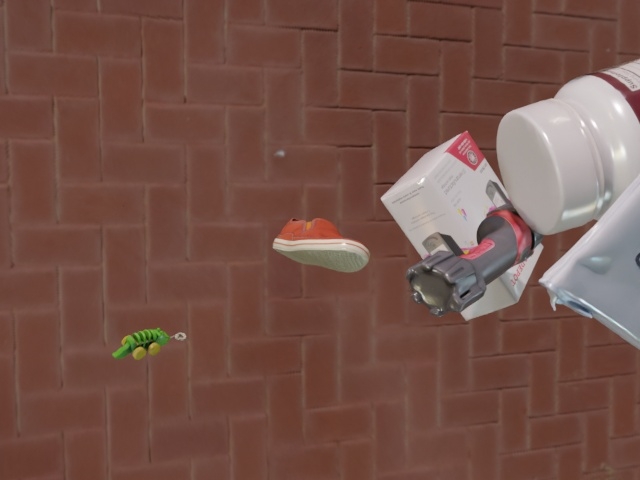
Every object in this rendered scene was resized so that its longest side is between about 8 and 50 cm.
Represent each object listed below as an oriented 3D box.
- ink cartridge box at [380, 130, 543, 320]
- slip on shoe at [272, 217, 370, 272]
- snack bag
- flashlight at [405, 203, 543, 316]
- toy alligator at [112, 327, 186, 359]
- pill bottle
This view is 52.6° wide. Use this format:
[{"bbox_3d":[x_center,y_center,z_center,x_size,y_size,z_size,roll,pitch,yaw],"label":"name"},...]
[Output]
[{"bbox_3d":[0.293,-0.033,1.303,0.306,0.131,0.226,53,44,-8],"label":"ink cartridge box"},{"bbox_3d":[0.000,0.000,1.404,0.123,0.331,0.101,30,80,-26],"label":"slip on shoe"},{"bbox_3d":[0.402,-0.020,0.599,0.323,0.037,0.342,29,105,-31],"label":"snack bag"},{"bbox_3d":[0.242,0.023,1.007,0.304,0.103,0.103,-22,89,-45],"label":"flashlight"},{"bbox_3d":[-0.379,0.220,1.457,0.190,0.056,0.051,-12,130,-46],"label":"toy alligator"},{"bbox_3d":[0.480,-0.155,0.947,0.392,0.224,0.224,-18,98,-5],"label":"pill bottle"}]
